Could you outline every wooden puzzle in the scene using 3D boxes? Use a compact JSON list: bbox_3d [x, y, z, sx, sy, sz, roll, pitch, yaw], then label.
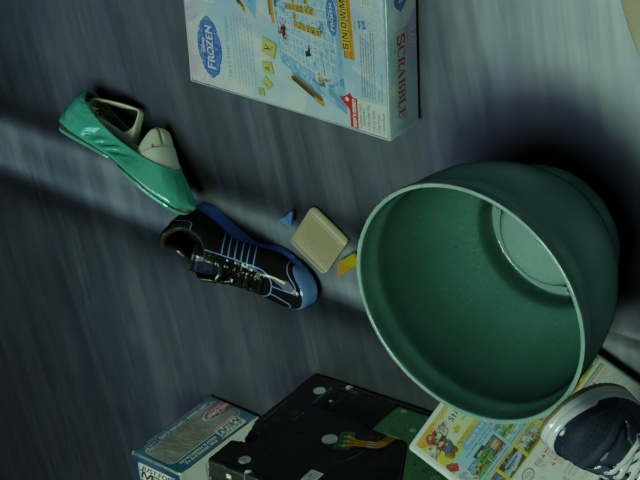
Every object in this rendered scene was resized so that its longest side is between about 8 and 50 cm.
[{"bbox_3d":[0.000,0.000,2.126,0.116,0.014,0.078,49,134,5],"label":"wooden puzzle"}]

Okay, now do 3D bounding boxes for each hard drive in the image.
[{"bbox_3d":[0.056,0.296,2.101,0.339,0.237,0.064,14,125,35],"label":"hard drive"}]

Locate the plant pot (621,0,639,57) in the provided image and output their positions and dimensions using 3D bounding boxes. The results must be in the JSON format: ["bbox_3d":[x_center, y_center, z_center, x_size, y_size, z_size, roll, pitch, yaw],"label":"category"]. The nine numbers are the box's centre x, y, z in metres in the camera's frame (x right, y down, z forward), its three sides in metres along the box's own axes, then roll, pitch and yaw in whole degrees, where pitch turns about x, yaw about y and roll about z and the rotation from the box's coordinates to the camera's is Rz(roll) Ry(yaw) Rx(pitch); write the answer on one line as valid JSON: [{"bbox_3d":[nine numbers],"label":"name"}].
[{"bbox_3d":[0.353,-0.252,1.573,0.109,0.109,0.096,-44,70,48],"label":"plant pot"}]

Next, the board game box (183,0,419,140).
[{"bbox_3d":[-0.032,-0.306,1.912,0.318,0.066,0.318,20,128,33],"label":"board game box"}]

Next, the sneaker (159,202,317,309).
[{"bbox_3d":[-0.115,0.036,2.195,0.232,0.090,0.081,31,133,25],"label":"sneaker"}]

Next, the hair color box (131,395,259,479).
[{"bbox_3d":[-0.170,0.429,2.442,0.105,0.174,0.347,20,127,35],"label":"hair color box"}]

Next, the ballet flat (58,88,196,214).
[{"bbox_3d":[-0.257,-0.132,2.227,0.247,0.083,0.087,35,106,21],"label":"ballet flat"}]

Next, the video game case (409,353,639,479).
[{"bbox_3d":[0.251,0.217,1.919,0.206,0.026,0.227,36,93,20],"label":"video game case"}]

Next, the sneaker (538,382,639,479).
[{"bbox_3d":[0.357,0.252,1.760,0.099,0.282,0.153,-48,52,14],"label":"sneaker"}]

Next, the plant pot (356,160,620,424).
[{"bbox_3d":[0.214,0.029,1.809,0.293,0.196,0.293,23,130,30],"label":"plant pot"}]
